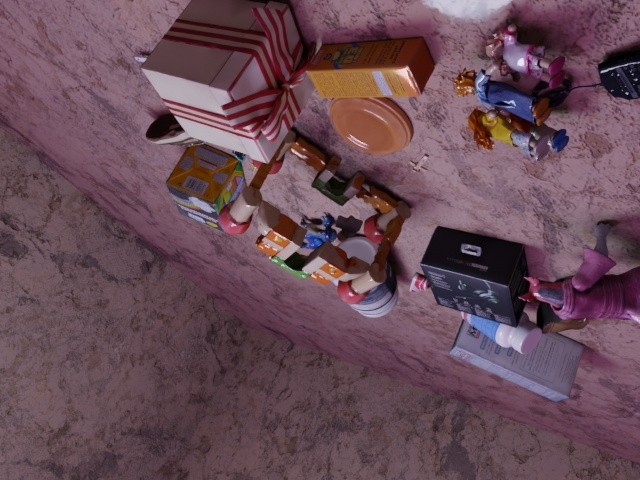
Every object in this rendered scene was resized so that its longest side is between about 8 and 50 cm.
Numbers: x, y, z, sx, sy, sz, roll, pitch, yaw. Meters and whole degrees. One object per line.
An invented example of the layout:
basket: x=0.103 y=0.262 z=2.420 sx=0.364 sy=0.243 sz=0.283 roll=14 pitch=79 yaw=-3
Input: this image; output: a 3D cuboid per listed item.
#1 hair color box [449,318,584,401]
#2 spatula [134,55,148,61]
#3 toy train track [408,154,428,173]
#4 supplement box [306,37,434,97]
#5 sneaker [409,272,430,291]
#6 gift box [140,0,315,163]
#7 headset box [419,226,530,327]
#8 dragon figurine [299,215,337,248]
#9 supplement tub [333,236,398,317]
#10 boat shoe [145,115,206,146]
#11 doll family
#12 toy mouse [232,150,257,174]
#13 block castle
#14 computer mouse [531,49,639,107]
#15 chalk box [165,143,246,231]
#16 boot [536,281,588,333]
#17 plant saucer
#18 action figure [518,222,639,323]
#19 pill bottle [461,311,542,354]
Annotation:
hair color box: x=0.639 y=0.358 z=1.871 sx=0.375 sy=0.185 sz=0.113 roll=24 pitch=160 yaw=9
spatula: x=-0.359 y=-0.424 z=1.476 sx=0.242 sy=0.019 sz=0.168 roll=17 pitch=163 yaw=27
toy train track: x=0.233 y=-0.177 z=1.339 sx=0.048 sy=0.014 sz=0.083 roll=28 pitch=159 yaw=-2
supplement box: x=0.090 y=-0.323 z=1.079 sx=0.234 sy=0.078 sz=0.080 roll=9 pitch=153 yaw=39
sneaker: x=0.344 y=0.157 z=1.956 sx=0.067 sy=0.042 sz=0.118 roll=25 pitch=157 yaw=15
gift box: x=-0.171 y=-0.328 z=1.137 sx=0.258 sy=0.255 sz=0.276 roll=20 pitch=165 yaw=23
headset box: x=0.433 y=0.099 z=1.584 sx=0.246 sy=0.131 sz=0.283 roll=14 pitch=156 yaw=32
dragon figurine: x=0.000 y=0.000 z=1.939 sx=0.144 sy=0.085 sz=0.289 roll=20 pitch=157 yaw=19
supplement tub: x=0.150 y=0.128 z=1.911 sx=0.191 sy=0.191 sz=0.272 roll=15 pitch=156 yaw=30
boat shoe: x=-0.420 y=-0.313 z=1.703 sx=0.258 sy=0.095 sz=0.095 roll=7 pitch=157 yaw=42
doll family: x=0.306 y=-0.225 z=0.955 sx=0.163 sy=0.118 sz=0.263 roll=39 pitch=170 yaw=37
toy mouse: x=-0.207 y=-0.257 z=1.660 sx=0.143 sy=0.031 sz=0.161 roll=37 pitch=157 yaw=-25
block castle: x=-0.014 y=-0.054 z=1.519 sx=0.453 sy=0.303 sz=0.213 roll=31 pitch=149 yaw=-12
computer mouse: x=0.435 y=-0.252 z=0.897 sx=0.071 sy=0.041 sz=0.242 roll=45 pitch=161 yaw=-25
chalk box: x=-0.362 y=-0.159 z=1.877 sx=0.180 sy=0.179 sz=0.289 roll=24 pitch=160 yaw=7
boot: x=0.685 y=0.186 z=1.567 sx=0.115 sy=0.112 sz=0.305 roll=2 pitch=158 yaw=9
plant saucer: x=0.107 y=-0.256 z=1.274 sx=0.200 sy=0.037 sz=0.200 roll=24 pitch=160 yaw=9
action figure: x=0.615 y=0.132 z=1.225 sx=0.371 sy=0.275 sz=0.248 roll=-2 pitch=138 yaw=1
pill bottle: x=0.542 y=0.243 z=1.707 sx=0.221 sy=0.124 sz=0.124 roll=39 pitch=174 yaw=47
